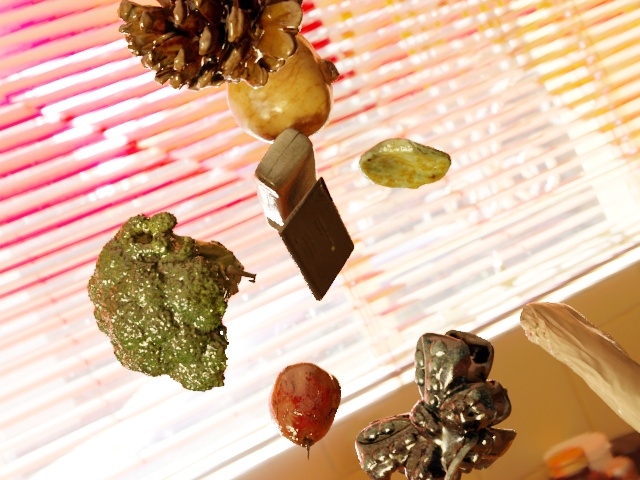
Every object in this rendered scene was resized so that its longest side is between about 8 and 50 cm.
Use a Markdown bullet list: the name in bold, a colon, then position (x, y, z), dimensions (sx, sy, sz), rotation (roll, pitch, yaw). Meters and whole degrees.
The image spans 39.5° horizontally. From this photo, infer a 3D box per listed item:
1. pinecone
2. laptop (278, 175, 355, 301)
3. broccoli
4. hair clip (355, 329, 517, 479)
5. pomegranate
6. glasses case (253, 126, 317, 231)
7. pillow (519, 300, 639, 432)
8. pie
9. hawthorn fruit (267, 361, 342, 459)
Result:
- **pinecone**: position (-0.118, -0.237, 0.958), dimensions (0.195, 0.150, 0.179), rotation (-13, 25, -18)
- **laptop**: position (0.000, 0.000, 1.525), dimensions (0.016, 0.197, 0.135), rotation (19, 62, 34)
- **broccoli**: position (-0.248, 0.104, 1.562), dimensions (0.283, 0.304, 0.321), rotation (-36, -24, -44)
- **hair clip**: position (0.207, 0.313, 1.534), dimensions (0.194, 0.206, 0.310), rotation (-2, -54, -54)
- **pomegranate**: position (-0.075, -0.313, 1.830), dimensions (0.248, 0.248, 0.248), rotation (-24, -2, -1)
- **glasses case**: position (-0.067, -0.116, 1.822), dimensions (0.131, 0.074, 0.323), rotation (-54, -11, -13)
- **pillow**: position (0.400, 0.175, 1.263), dimensions (0.173, 0.270, 0.067), rotation (7, -61, -50)
- **pie**: position (0.167, -0.153, 1.771), dimensions (0.187, 0.041, 0.187), rotation (2, -22, 1)
- **hawthorn fruit**: position (-0.040, 0.403, 2.103), dimensions (0.181, 0.235, 0.181), rotation (1, -39, 1)
